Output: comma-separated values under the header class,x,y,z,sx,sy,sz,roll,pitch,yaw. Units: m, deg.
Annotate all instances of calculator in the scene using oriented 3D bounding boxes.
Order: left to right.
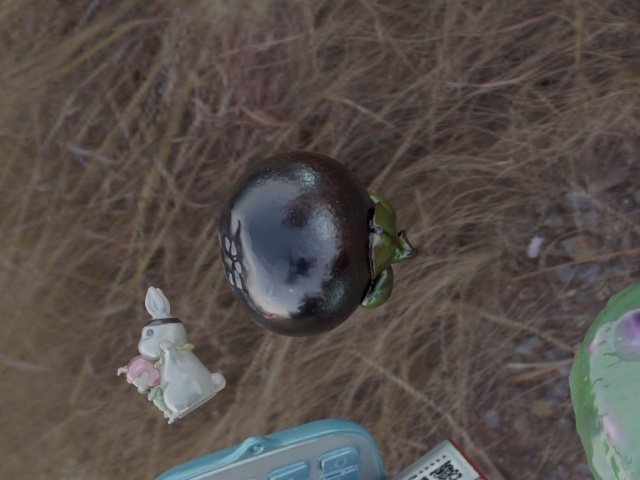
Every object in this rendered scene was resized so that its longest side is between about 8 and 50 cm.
class,x,y,z,sx,sy,sz,roll,pitch,yaw
calculator,-0.057,0.295,1.131,0.386,0.256,0.054,91,159,-50

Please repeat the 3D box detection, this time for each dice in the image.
class,x,y,z,sx,sy,sz,roll,pitch,yaw
dice,0.503,0.227,1.395,0.330,0.318,0.322,-22,44,19

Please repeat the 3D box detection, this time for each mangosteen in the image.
class,x,y,z,sx,sy,sz,roll,pitch,yaw
mangosteen,-0.015,-0.003,1.834,0.300,0.300,0.300,5,100,30

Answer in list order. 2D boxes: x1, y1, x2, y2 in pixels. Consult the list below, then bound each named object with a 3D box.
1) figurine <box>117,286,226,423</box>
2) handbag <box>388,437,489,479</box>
class,x,y,z,sx,sy,sz,roll,pitch,yaw
figurine,-0.189,0.137,1.354,0.146,0.098,0.081,55,162,6
handbag,0.141,0.333,1.015,0.298,0.171,0.151,45,166,54
